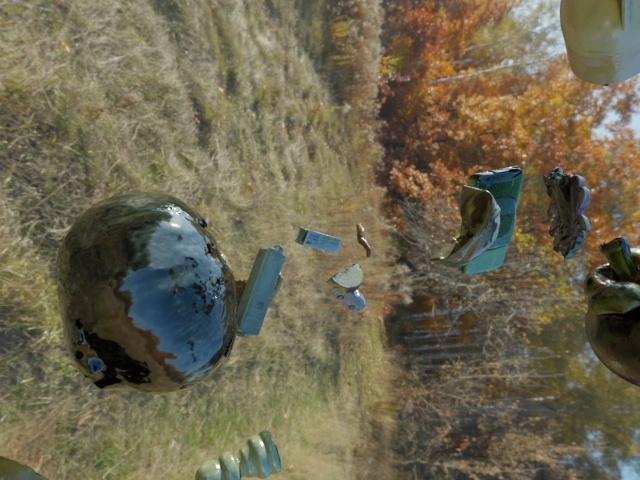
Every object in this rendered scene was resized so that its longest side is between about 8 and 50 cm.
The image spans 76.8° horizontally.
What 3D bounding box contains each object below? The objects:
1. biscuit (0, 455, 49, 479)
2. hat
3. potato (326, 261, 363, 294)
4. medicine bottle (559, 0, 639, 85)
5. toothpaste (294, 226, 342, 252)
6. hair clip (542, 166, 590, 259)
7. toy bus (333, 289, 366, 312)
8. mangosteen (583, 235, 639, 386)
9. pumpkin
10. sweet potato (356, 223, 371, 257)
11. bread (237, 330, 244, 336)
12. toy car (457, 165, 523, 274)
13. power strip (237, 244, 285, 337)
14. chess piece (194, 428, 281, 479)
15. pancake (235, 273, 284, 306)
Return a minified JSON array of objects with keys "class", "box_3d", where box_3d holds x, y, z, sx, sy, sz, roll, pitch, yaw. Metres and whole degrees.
[{"class":"biscuit","box_3d":[-0.520,0.497,0.723,0.057,0.287,0.344,-66,179,-52]},{"class":"hat","box_3d":[0.320,-0.002,0.811,0.173,0.144,0.166,25,89,-31]},{"class":"potato","box_3d":[0.081,0.151,1.359,0.089,0.100,0.172,56,34,7]},{"class":"medicine bottle","box_3d":[0.753,-0.597,1.038,0.406,0.235,0.236,12,72,-54]},{"class":"toothpaste","box_3d":[0.000,0.000,1.103,0.164,0.034,0.046,14,98,-53]},{"class":"hair clip","box_3d":[0.453,-0.059,0.757,0.124,0.052,0.196,81,16,-60]},{"class":"toy bus","box_3d":[0.119,0.230,1.703,0.190,0.075,0.064,43,19,-34]},{"class":"mangosteen","box_3d":[0.750,0.169,0.884,0.330,0.329,0.330,-5,90,-78]},{"class":"pumpkin","box_3d":[-0.361,0.112,0.891,0.454,0.343,0.455,167,-90,-74]},{"class":"sweet potato","box_3d":[0.161,-0.008,1.554,0.179,0.044,0.044,-104,177,-45]},{"class":"bread","box_3d":[-0.246,0.296,1.341,0.083,0.046,0.036,9,87,-73]},{"class":"toy car","box_3d":[0.454,-0.039,1.099,0.097,0.141,0.321,-112,-167,-54]},{"class":"power strip","box_3d":[-0.172,0.138,1.136,0.078,0.052,0.272,33,69,-45]},{"class":"chess piece","box_3d":[-0.253,0.685,1.220,0.133,0.243,0.133,37,-46,52]},{"class":"pancake","box_3d":[-0.293,0.216,1.697,0.266,0.244,0.057,-57,143,-10]}]
